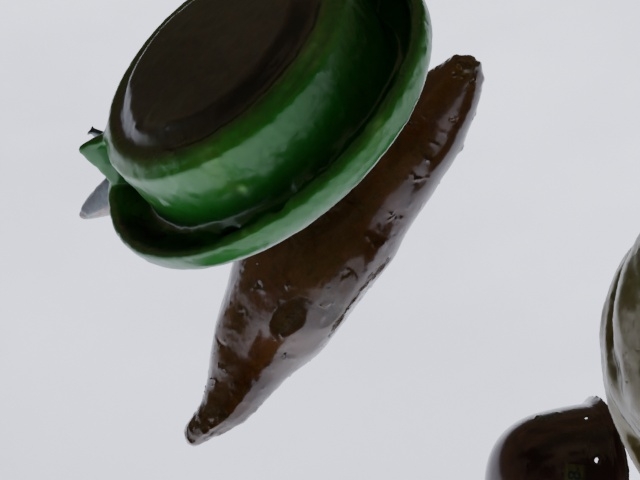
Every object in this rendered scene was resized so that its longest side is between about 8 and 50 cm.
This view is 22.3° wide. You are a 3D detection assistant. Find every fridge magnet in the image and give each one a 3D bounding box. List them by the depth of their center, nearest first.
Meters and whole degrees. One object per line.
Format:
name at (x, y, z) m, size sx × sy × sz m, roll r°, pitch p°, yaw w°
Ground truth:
fridge magnet at (-0.034, -0.075, 0.862) m, size 0.208 × 0.088 × 0.208 m, roll -26°, pitch -141°, yaw 23°

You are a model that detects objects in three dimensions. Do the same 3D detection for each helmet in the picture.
helmet at (0.197, 0.225, 1.419) m, size 0.106 × 0.175 × 0.155 m, roll -2°, pitch -171°, yaw -8°

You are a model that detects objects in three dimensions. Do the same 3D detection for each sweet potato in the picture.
sweet potato at (-0.003, 0.004, 1.201) m, size 0.112 × 0.359 × 0.112 m, roll 33°, pitch -171°, yaw -6°

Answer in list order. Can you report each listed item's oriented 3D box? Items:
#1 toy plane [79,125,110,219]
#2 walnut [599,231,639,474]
toy plane at (-0.108, -0.089, 1.297) m, size 0.326 × 0.104 × 0.223 m, roll -23°, pitch -141°, yaw 37°
walnut at (0.308, 0.077, 1.062) m, size 0.283 × 0.283 × 0.227 m, roll 11°, pitch -173°, yaw 17°
